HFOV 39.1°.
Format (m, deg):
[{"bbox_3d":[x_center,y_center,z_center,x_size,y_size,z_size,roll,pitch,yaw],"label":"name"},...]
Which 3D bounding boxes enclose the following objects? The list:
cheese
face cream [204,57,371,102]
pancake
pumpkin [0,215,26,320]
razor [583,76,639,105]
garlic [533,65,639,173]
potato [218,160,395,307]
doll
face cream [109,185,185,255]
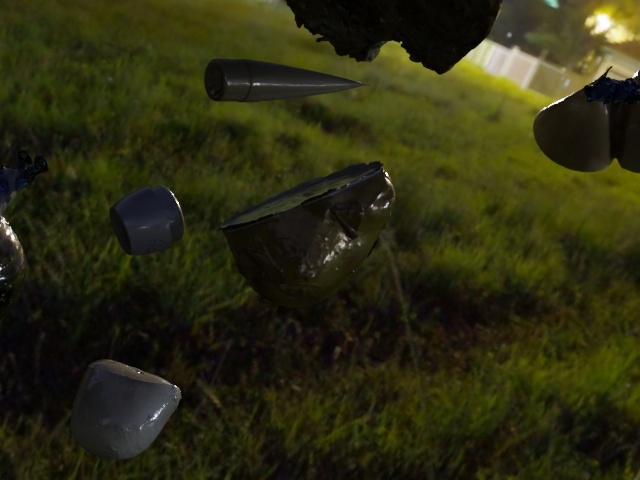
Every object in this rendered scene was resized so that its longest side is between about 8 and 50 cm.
[{"bbox_3d":[-0.396,0.339,1.782,0.198,0.189,0.154,18,-23,6],"label":"cheese"},{"bbox_3d":[-0.069,-0.320,1.817,0.341,0.084,0.137,-6,14,-37],"label":"face cream"},{"bbox_3d":[0.052,-0.352,1.029,0.382,0.382,0.071,31,58,21],"label":"pancake"},{"bbox_3d":[-0.701,0.038,1.642,0.320,0.320,0.192,23,31,-5],"label":"pumpkin"},{"bbox_3d":[0.395,-0.176,0.772,0.093,0.324,0.056,-11,79,-55],"label":"razor"},{"bbox_3d":[0.555,-0.228,1.657,0.286,0.249,0.313,23,10,5],"label":"garlic"},{"bbox_3d":[0.000,0.000,1.550,0.246,0.299,0.196,-111,177,-77],"label":"potato"},{"bbox_3d":[-0.527,-0.076,1.453,0.096,0.070,0.195,16,46,28],"label":"doll"},{"bbox_3d":[-0.299,-0.033,1.556,0.104,0.117,0.117,-24,41,-25],"label":"face cream"}]
